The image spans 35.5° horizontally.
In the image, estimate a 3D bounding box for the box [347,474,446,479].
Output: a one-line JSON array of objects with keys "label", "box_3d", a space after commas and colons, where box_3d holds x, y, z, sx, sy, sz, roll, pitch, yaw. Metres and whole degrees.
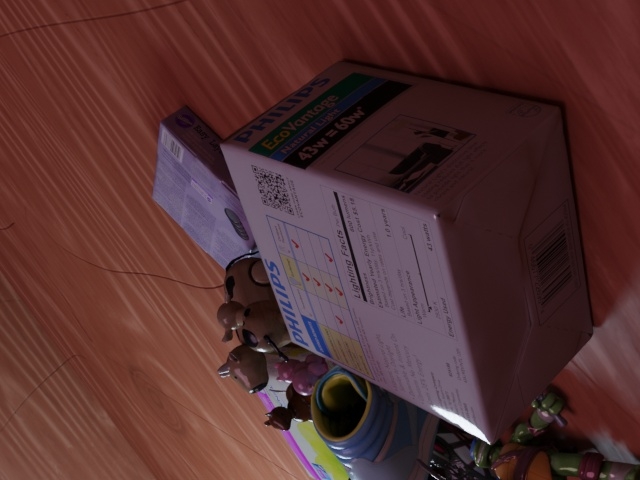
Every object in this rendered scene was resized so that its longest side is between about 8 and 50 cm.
[{"label": "box", "box_3d": [0.196, 0.466, 1.713, 0.261, 0.103, 0.184, 24, 179, 41]}]

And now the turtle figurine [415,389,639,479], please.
[{"label": "turtle figurine", "box_3d": [0.295, 0.319, 1.388, 0.266, 0.198, 0.274, 18, 141, 37]}]

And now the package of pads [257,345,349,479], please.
[{"label": "package of pads", "box_3d": [0.003, 0.344, 1.932, 0.229, 0.101, 0.296, -6, 119, 57]}]

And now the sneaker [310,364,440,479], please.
[{"label": "sneaker", "box_3d": [0.085, 0.212, 1.458, 0.127, 0.319, 0.208, -22, 121, 25]}]

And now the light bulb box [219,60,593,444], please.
[{"label": "light bulb box", "box_3d": [0.111, 0.001, 1.253, 0.361, 0.225, 0.358, 22, 141, 43]}]

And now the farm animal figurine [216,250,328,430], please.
[{"label": "farm animal figurine", "box_3d": [-0.093, 0.149, 1.624, 0.330, 0.172, 0.326, 83, 174, -50]}]

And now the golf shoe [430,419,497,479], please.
[{"label": "golf shoe", "box_3d": [0.236, 0.343, 1.609, 0.273, 0.120, 0.105, 34, 148, -15]}]

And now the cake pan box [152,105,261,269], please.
[{"label": "cake pan box", "box_3d": [-0.192, -0.076, 1.766, 0.267, 0.070, 0.245, 43, 148, 15]}]
